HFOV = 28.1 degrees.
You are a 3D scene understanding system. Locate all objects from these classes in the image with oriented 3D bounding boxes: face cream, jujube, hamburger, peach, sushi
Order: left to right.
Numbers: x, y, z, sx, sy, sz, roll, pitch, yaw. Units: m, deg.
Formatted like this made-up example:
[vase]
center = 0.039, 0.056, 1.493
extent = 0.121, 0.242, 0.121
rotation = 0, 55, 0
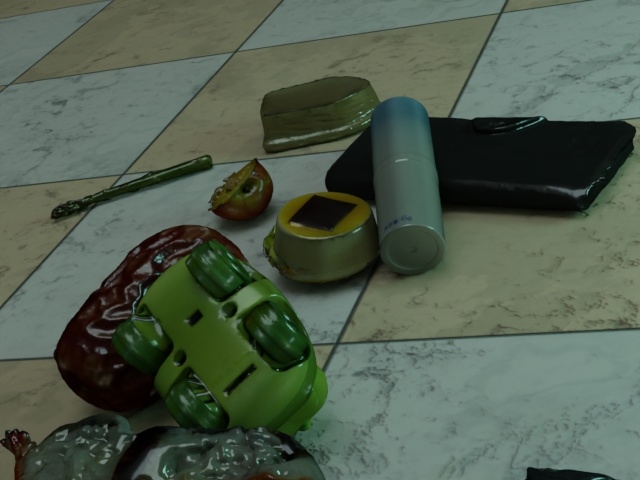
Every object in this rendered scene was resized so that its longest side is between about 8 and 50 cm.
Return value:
[jujube]
center = -0.171, 0.085, 1.346
extent = 0.155, 0.155, 0.230
rotation = 10, 44, 42
[sushi]
center = -0.134, 0.218, 1.079
extent = 0.332, 0.124, 0.130
rotation = -4, 39, 21
[peach]
center = -0.100, -0.058, 1.679
extent = 0.098, 0.061, 0.098
rotation = -43, 14, 14
[hamburger]
center = 0.000, 0.000, 1.486
extent = 0.141, 0.081, 0.126
rotation = 3, 31, 10
[face cream]
center = 0.101, -0.070, 1.508
extent = 0.077, 0.077, 0.250
rotation = -11, 41, 9

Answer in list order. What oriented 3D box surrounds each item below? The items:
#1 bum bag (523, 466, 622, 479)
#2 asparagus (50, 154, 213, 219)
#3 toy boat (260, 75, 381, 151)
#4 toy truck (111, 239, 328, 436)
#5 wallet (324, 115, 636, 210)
[bum bag]
center = 0.186, 0.237, 0.932
extent = 0.123, 0.060, 0.248
rotation = -6, 27, 21
[asparagus]
center = -0.275, -0.078, 1.861
extent = 0.248, 0.025, 0.024
rotation = -19, 69, -7
[toy boat]
center = 0.002, -0.192, 1.886
extent = 0.188, 0.061, 0.116
rotation = -11, 26, 9
[toy truck]
center = -0.071, 0.116, 1.209
extent = 0.148, 0.210, 0.187
rotation = -45, 41, 2
[wallet]
center = 0.203, -0.102, 1.608
extent = 0.377, 0.051, 0.197
rotation = 6, 36, 35
